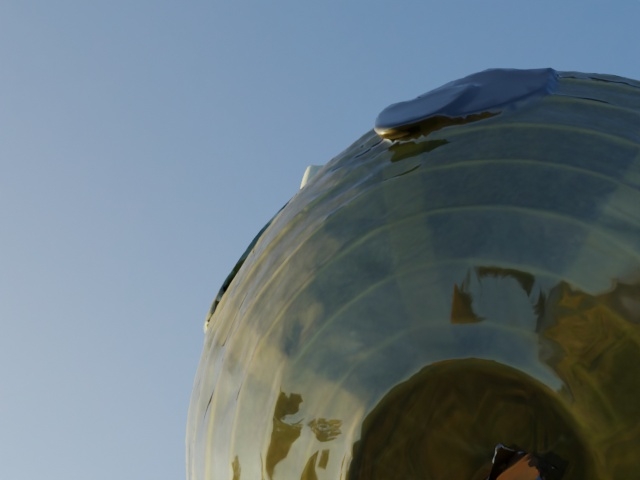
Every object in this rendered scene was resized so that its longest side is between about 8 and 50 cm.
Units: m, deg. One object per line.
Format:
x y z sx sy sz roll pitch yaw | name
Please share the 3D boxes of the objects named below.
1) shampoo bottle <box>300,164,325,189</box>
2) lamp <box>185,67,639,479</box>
0.000 0.000 1.474 0.045 0.152 0.077 -3 -25 37 | shampoo bottle
0.064 0.066 0.446 0.250 0.250 0.284 -30 -11 19 | lamp
